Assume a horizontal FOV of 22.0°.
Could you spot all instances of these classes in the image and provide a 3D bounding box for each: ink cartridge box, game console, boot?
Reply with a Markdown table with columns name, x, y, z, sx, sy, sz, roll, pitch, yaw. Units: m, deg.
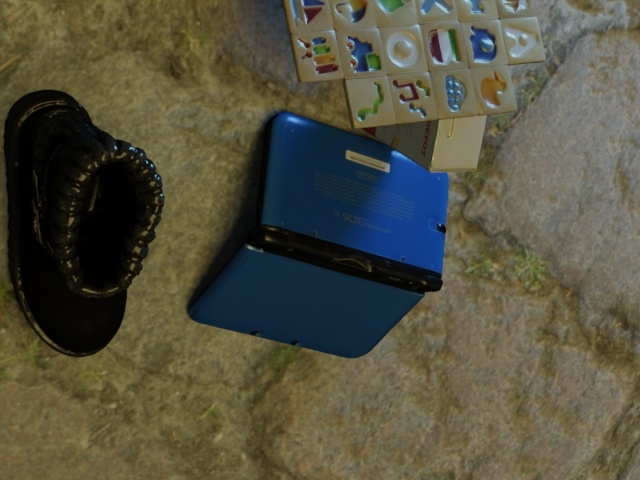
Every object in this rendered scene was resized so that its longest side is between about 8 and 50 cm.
| name | x | y | z | sx | sy | sz | roll | pitch | yaw |
| --- | --- | --- | --- | --- | --- | --- | --- | --- | --- |
| ink cartridge box | 0.130 | -0.170 | 2.031 | 0.072 | 0.175 | 0.127 | -2 | 113 | -29 |
| game console | 0.000 | 0.000 | 2.126 | 0.293 | 0.173 | 0.250 | 16 | 72 | -35 |
| boot | -0.259 | 0.018 | 1.836 | 0.131 | 0.260 | 0.348 | -20 | 120 | -22 |

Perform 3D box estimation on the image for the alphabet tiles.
| name | x | y | z | sx | sy | sz | roll | pitch | yaw |
| --- | --- | --- | --- | --- | --- | --- | --- | --- | --- |
| alphabet tiles | 0.108 | -0.278 | 1.913 | 0.342 | 0.011 | 0.285 | -8 | 83 | -29 |
